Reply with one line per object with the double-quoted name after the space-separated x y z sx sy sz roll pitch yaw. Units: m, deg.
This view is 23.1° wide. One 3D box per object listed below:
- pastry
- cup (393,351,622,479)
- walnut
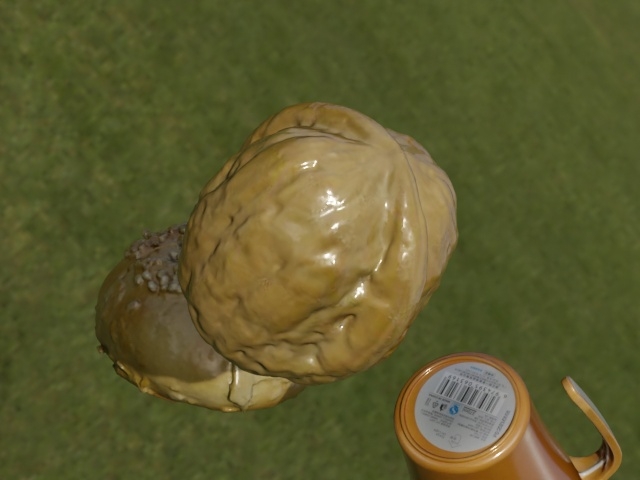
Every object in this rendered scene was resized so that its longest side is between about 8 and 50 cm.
-0.138 0.085 1.989 0.285 0.184 0.316 -5 26 -35 "pastry"
0.186 0.221 1.563 0.264 0.226 0.182 65 0 -51 "cup"
0.000 0.000 1.344 0.224 0.257 0.257 -2 53 -41 "walnut"
